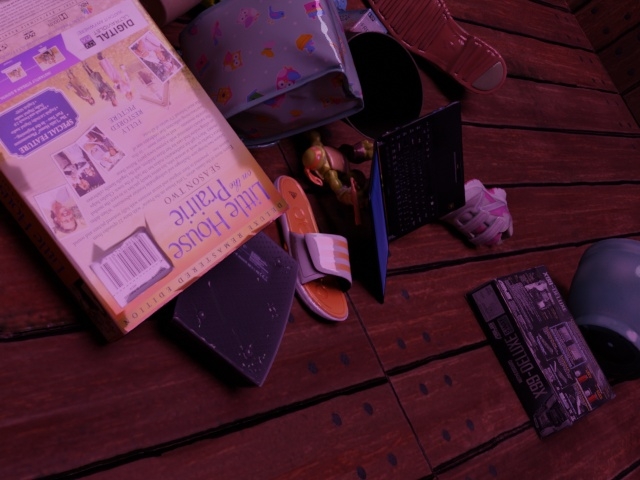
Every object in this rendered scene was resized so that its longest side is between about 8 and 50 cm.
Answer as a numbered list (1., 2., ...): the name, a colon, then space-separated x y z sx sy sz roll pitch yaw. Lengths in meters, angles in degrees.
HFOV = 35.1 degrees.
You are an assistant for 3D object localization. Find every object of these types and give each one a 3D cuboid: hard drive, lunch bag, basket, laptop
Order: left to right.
1. hard drive: -0.122 0.074 1.399 0.172 0.054 0.254 41 36 -20
2. lunch bag: -0.089 -0.274 1.583 0.160 0.262 0.223 41 30 -64
3. basket: 0.050 -0.284 1.771 0.204 0.154 0.227 54 -10 -30
4. laptop: 0.169 -0.067 1.717 0.136 0.264 0.234 47 -25 44

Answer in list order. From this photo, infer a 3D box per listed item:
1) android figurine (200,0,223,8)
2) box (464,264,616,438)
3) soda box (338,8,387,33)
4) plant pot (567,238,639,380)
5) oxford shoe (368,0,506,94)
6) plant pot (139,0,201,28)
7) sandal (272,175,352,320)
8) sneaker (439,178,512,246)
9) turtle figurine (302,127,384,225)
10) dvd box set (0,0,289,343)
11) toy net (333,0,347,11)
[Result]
1. android figurine: -0.104 -0.431 1.775 0.273 0.056 0.248 30 31 10
2. box: 0.433 0.206 1.974 0.242 0.076 0.307 -10 70 -55
3. soda box: 0.046 -0.394 1.918 0.063 0.183 0.058 -48 118 -13
4. plant pot: 0.639 0.168 2.126 0.293 0.293 0.196 47 61 -13
5. oxford shoe: 0.247 -0.477 2.332 0.397 0.140 0.146 42 4 -12
6. plant pot: -0.235 -0.467 1.579 0.256 0.256 0.274 39 61 -24
7. sandal: -0.007 -0.002 1.593 0.102 0.076 0.265 8 56 -49
8. sneaker: 0.319 -0.048 2.029 0.252 0.103 0.111 3 57 -50
9. turtle figurine: 0.031 -0.120 1.739 0.217 0.087 0.269 8 46 -58
10. dvd box set: -0.268 -0.126 1.269 0.307 0.062 0.420 -40 96 -35
11. toy net: -0.021 -0.452 2.014 0.232 0.045 0.122 -6 95 -51
